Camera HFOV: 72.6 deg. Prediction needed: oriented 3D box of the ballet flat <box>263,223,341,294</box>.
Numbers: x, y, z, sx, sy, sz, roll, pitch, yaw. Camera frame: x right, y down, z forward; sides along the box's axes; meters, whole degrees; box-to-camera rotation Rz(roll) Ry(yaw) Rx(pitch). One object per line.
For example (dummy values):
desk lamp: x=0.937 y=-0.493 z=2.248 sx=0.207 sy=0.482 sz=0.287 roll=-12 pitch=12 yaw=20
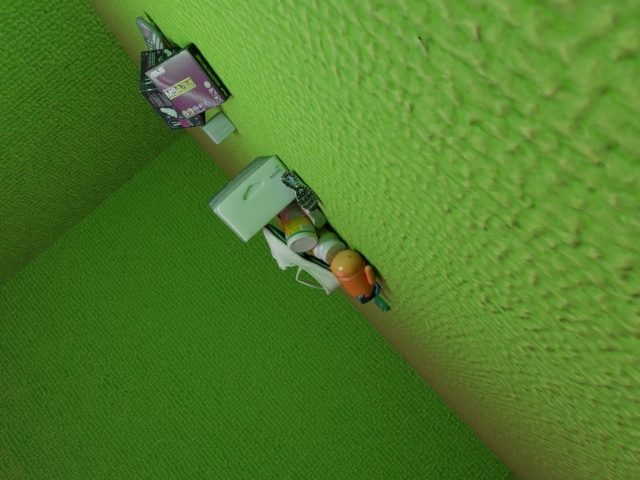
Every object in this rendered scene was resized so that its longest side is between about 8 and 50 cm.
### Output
ballet flat: x=-0.085 y=0.090 z=1.745 sx=0.401 sy=0.139 sz=0.139 roll=34 pitch=176 yaw=-11

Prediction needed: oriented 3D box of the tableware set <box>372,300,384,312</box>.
tableware set: x=0.274 y=0.313 z=2.234 sx=0.141 sy=0.020 sz=0.169 roll=48 pitch=174 yaw=-1

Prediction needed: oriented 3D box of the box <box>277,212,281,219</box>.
box: x=-0.128 y=-0.103 z=1.935 sx=0.216 sy=0.060 sz=0.270 roll=50 pitch=-175 yaw=-16

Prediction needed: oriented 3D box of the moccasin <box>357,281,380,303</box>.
moccasin: x=0.103 y=0.137 z=1.867 sx=0.342 sy=0.117 sz=0.137 roll=41 pitch=171 yaw=41

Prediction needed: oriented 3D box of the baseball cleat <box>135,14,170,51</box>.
baseball cleat: x=-0.581 y=-0.669 z=1.523 sx=0.072 sy=0.109 sz=0.206 roll=23 pitch=164 yaw=40

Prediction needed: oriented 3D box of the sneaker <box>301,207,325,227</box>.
sneaker: x=-0.027 y=-0.103 z=1.602 sx=0.070 sy=0.051 sz=0.134 roll=51 pitch=178 yaw=35

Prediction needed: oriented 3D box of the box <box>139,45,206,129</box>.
box: x=-0.512 y=-0.527 z=1.528 sx=0.247 sy=0.142 sz=0.163 roll=73 pitch=-169 yaw=-74

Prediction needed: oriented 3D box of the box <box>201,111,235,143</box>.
box: x=-0.411 y=-0.452 z=1.749 sx=0.087 sy=0.102 sz=0.101 roll=48 pitch=174 yaw=-24

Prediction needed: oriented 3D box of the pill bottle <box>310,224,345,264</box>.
pill bottle: x=0.000 y=0.000 z=1.720 sx=0.208 sy=0.119 sz=0.119 roll=40 pitch=170 yaw=43

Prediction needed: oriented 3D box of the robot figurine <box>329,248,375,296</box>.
robot figurine: x=0.124 y=0.119 z=1.617 sx=0.219 sy=0.128 sz=0.158 roll=51 pitch=-177 yaw=-34

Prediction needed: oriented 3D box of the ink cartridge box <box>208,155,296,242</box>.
ink cartridge box: x=-0.261 y=-0.169 z=1.660 sx=0.166 sy=0.285 sz=0.395 roll=48 pitch=174 yaw=-18

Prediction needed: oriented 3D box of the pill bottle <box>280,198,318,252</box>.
pill bottle: x=-0.088 y=-0.069 z=1.658 sx=0.117 sy=0.118 sz=0.208 roll=59 pitch=-167 yaw=-59

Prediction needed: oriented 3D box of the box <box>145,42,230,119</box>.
box: x=-0.406 y=-0.481 z=1.338 sx=0.191 sy=0.045 sz=0.184 roll=-11 pitch=137 yaw=30

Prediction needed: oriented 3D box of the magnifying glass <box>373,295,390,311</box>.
magnifying glass: x=0.254 y=0.266 z=2.090 sx=0.231 sy=0.026 sz=0.092 roll=36 pitch=167 yaw=51

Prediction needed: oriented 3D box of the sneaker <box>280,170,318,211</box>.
sneaker: x=-0.062 y=-0.169 z=1.466 sx=0.162 sy=0.063 sz=0.073 roll=52 pitch=-169 yaw=-1
